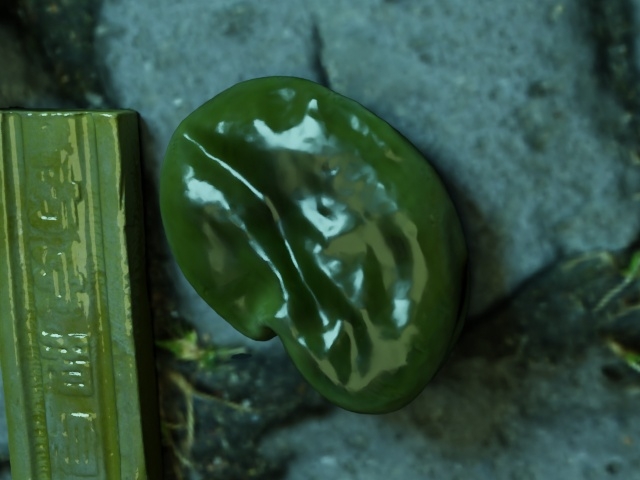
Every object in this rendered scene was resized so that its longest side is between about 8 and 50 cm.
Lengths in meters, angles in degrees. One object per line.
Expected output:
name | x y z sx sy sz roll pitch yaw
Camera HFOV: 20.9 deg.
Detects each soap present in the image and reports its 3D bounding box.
soap | -0.148 0.044 1.046 0.092 0.037 0.252 1 103 19

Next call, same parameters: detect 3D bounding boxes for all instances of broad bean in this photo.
broad bean | 0.000 0.000 0.968 0.153 0.072 0.207 -34 88 10
